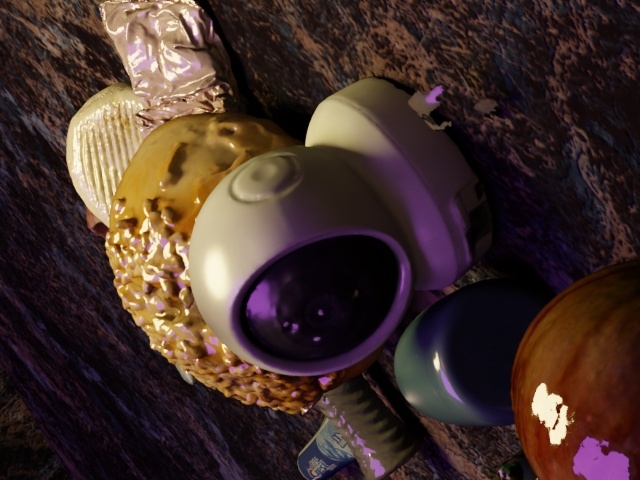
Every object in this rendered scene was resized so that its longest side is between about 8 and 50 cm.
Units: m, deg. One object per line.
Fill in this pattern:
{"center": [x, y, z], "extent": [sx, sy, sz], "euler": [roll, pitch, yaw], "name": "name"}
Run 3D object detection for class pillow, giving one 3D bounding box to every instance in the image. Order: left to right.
{"center": [-0.129, -0.126, 1.922], "extent": [0.135, 0.049, 0.248], "euler": [2, 130, 32], "name": "pillow"}

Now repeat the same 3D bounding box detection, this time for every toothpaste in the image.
{"center": [0.017, 0.244, 2.333], "extent": [0.069, 0.047, 0.268], "euler": [63, 160, 11], "name": "toothpaste"}

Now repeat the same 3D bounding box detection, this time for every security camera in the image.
{"center": [0.000, 0.000, 1.615], "extent": [0.194, 0.236, 0.194], "euler": [48, 160, 23], "name": "security camera"}

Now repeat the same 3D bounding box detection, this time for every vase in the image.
{"center": [0.008, 0.144, 2.084], "extent": [0.237, 0.115, 0.115], "euler": [53, 162, -7], "name": "vase"}

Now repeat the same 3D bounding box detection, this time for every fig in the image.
{"center": [0.242, 0.109, 1.305], "extent": [0.235, 0.214, 0.235], "euler": [24, 166, 6], "name": "fig"}

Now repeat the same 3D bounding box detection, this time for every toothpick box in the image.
{"center": [0.128, 0.100, 1.671], "extent": [0.120, 0.120, 0.184], "euler": [53, 164, -2], "name": "toothpick box"}

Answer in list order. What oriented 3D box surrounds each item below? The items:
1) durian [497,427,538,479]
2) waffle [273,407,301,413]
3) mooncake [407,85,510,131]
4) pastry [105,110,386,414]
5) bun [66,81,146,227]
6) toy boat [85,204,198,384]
{"center": [0.233, 0.237, 1.639], "extent": [0.198, 0.146, 0.159], "euler": [62, 167, 15], "name": "durian"}
{"center": [-0.083, 0.102, 2.289], "extent": [0.280, 0.060, 0.262], "euler": [31, 154, 51], "name": "waffle"}
{"center": [0.176, 0.015, 1.520], "extent": [0.347, 0.057, 0.150], "euler": [49, 150, -8], "name": "mooncake"}
{"center": [-0.079, 0.039, 1.871], "extent": [0.284, 0.184, 0.316], "euler": [4, 132, 38], "name": "pastry"}
{"center": [-0.176, -0.089, 2.091], "extent": [0.183, 0.102, 0.183], "euler": [12, 117, 25], "name": "bun"}
{"center": [-0.192, 0.043, 2.272], "extent": [0.206, 0.096, 0.282], "euler": [108, 139, -72], "name": "toy boat"}
